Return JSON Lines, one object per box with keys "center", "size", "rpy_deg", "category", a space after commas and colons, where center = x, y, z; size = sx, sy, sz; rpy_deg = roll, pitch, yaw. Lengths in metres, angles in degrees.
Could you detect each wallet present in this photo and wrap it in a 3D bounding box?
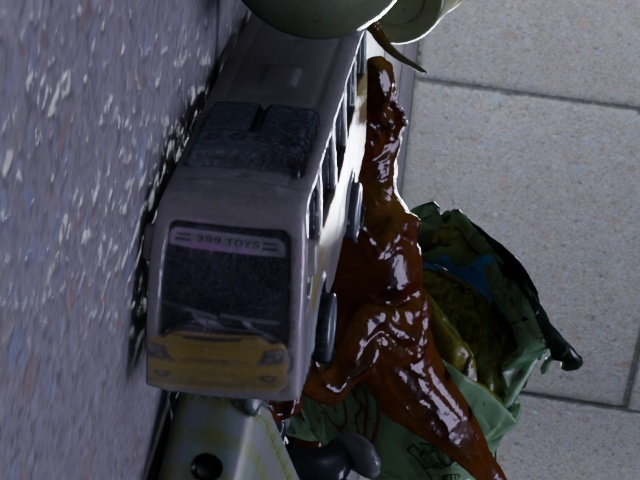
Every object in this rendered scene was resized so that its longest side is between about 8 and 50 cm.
{"center": [-0.081, 0.264, 1.175], "size": [0.223, 0.077, 0.309], "rpy_deg": [82, 18, -63], "category": "wallet"}

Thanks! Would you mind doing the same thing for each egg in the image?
{"center": [-0.001, -0.174, 1.095], "size": [0.152, 0.114, 0.114], "rpy_deg": [94, 5, -76], "category": "egg"}

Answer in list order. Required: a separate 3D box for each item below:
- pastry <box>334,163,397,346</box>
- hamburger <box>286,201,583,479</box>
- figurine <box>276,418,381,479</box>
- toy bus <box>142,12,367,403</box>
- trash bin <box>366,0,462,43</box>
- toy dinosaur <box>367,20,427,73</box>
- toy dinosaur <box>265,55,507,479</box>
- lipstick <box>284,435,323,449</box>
{"center": [0.000, 0.000, 1.553], "size": [0.192, 0.093, 0.182], "rpy_deg": [-51, 156, -85], "category": "pastry"}
{"center": [0.067, 0.109, 1.687], "size": [0.150, 0.260, 0.276], "rpy_deg": [-17, 137, -52], "category": "hamburger"}
{"center": [-0.018, 0.230, 1.502], "size": [0.140, 0.193, 0.265], "rpy_deg": [20, 50, -49], "category": "figurine"}
{"center": [-0.027, -0.031, 1.152], "size": [0.342, 0.097, 0.138], "rpy_deg": [-73, 168, -65], "category": "toy bus"}
{"center": [0.109, -0.349, 2.142], "size": [0.247, 0.121, 0.243], "rpy_deg": [-58, 156, -70], "category": "trash bin"}
{"center": [-0.002, -0.169, 1.211], "size": [0.180, 0.058, 0.037], "rpy_deg": [49, 32, -26], "category": "toy dinosaur"}
{"center": [0.030, 0.080, 1.430], "size": [0.208, 0.097, 0.432], "rpy_deg": [-33, 126, -32], "category": "toy dinosaur"}
{"center": [-0.012, 0.250, 1.974], "size": [0.077, 0.077, 0.418], "rpy_deg": [89, 12, -63], "category": "lipstick"}
